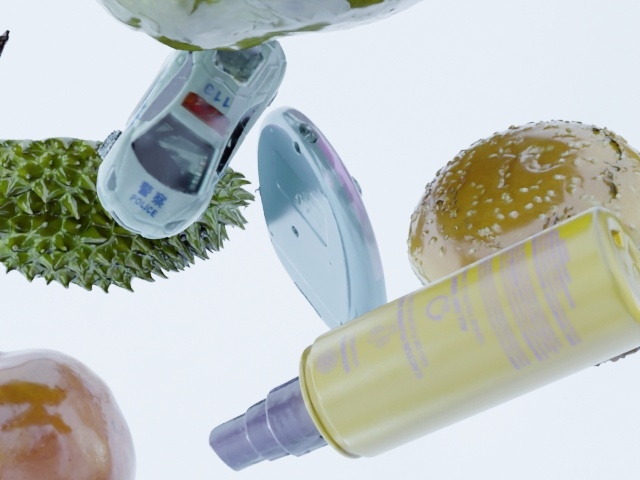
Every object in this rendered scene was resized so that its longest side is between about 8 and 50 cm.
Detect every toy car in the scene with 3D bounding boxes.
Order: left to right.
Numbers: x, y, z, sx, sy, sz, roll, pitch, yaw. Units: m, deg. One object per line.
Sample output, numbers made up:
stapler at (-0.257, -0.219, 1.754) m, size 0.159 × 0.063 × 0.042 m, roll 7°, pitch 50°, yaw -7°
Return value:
toy car at (-0.099, -0.094, 1.093) m, size 0.095 × 0.056 × 0.205 m, roll 37°, pitch 64°, yaw -17°

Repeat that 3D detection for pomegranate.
pomegranate at (-0.337, 0.236, 1.512) m, size 0.264 × 0.264 × 0.264 m, roll 19°, pitch 40°, yaw -17°

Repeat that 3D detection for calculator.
calculator at (0.000, 0.000, 1.263) m, size 0.041 × 0.299 × 0.185 m, roll -28°, pitch 57°, yaw -16°

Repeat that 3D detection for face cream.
face cream at (0.053, 0.071, 0.783) m, size 0.078 × 0.273 × 0.078 m, roll 47°, pitch 28°, yaw -34°

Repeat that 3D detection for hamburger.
hamburger at (0.148, -0.007, 0.949) m, size 0.182 × 0.118 × 0.191 m, roll -21°, pitch 31°, yaw -2°

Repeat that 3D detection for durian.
durian at (-0.222, -0.044, 1.391) m, size 0.355 × 0.157 × 0.169 m, roll 7°, pitch 20°, yaw -29°

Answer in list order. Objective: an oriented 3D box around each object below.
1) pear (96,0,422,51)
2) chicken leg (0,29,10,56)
pear at (-0.011, -0.310, 0.946) m, size 0.352 × 0.352 × 0.413 m, roll 33°, pitch 52°, yaw 0°
chicken leg at (-0.271, -0.052, 0.773) m, size 0.234 × 0.063 × 0.105 m, roll -26°, pitch 51°, yaw -9°
